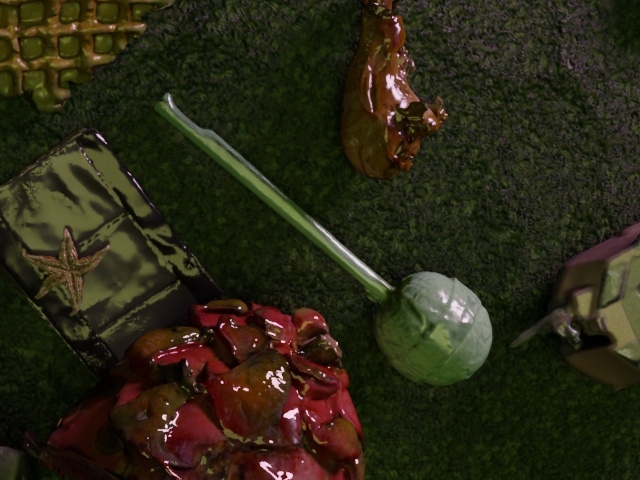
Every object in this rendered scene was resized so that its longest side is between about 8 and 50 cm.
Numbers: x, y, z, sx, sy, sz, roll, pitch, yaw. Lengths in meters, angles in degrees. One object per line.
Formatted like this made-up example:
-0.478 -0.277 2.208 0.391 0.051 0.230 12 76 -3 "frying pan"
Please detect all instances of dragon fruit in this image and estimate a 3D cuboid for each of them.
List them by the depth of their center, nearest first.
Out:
-0.080 0.193 0.829 0.314 0.296 0.263 44 59 -12 "dragon fruit"

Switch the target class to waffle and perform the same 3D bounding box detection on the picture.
-0.265 -0.232 0.755 0.223 0.054 0.204 -40 138 9 "waffle"

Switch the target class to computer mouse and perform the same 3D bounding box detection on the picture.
0.400 0.057 0.931 0.389 0.115 0.199 -22 89 9 "computer mouse"

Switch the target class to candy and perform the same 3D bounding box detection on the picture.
0.000 0.000 0.871 0.440 0.119 0.119 39 95 -8 "candy"

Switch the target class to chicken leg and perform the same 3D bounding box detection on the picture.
0.072 -0.164 0.842 0.101 0.085 0.207 3 97 25 "chicken leg"

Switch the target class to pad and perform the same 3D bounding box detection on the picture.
-0.237 0.017 0.869 0.174 0.022 0.233 -37 107 0 "pad"

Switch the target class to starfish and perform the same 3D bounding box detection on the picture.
-0.257 0.032 0.850 0.086 0.016 0.092 -10 101 -6 "starfish"

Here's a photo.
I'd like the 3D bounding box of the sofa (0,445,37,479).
-0.382 0.301 0.795 0.210 0.225 0.176 7 60 -12 "sofa"
